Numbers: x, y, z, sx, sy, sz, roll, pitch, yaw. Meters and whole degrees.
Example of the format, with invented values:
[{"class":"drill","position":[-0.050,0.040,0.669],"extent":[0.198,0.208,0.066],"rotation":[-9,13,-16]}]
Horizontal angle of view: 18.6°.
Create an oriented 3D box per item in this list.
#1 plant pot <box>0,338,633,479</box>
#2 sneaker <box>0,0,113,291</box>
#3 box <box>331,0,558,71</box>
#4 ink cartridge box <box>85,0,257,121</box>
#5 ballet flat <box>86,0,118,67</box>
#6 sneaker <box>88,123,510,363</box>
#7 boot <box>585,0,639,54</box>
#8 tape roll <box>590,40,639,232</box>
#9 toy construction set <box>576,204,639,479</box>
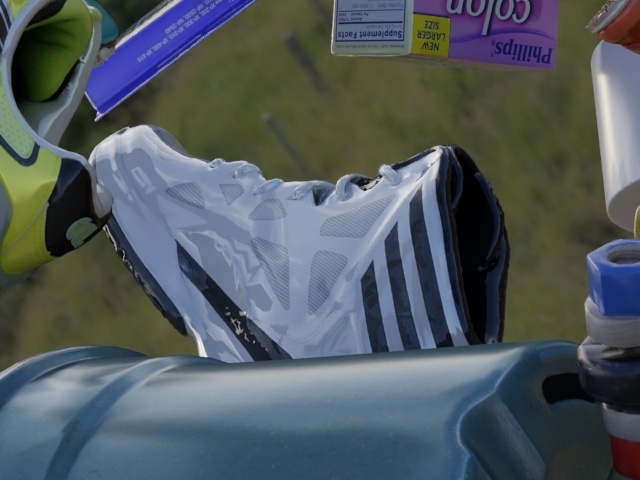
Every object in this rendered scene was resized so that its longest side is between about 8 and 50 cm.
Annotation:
[{"class":"plant pot","position":[0.007,0.202,1.058],"extent":[0.334,0.341,0.341],"rotation":[-12,23,37]},{"class":"sneaker","position":[-0.187,-0.129,1.011],"extent":[0.147,0.384,0.145],"rotation":[-11,-28,3]},{"class":"box","position":[0.133,-0.299,1.986],"extent":[0.214,0.243,0.117],"rotation":[2,3,-42]},{"class":"ink cartridge box","position":[-0.145,-0.210,1.922],"extent":[0.206,0.045,0.208],"rotation":[-36,13,7]},{"class":"ballet flat","position":[-0.234,-0.153,1.522],"extent":[0.077,0.091,0.241],"rotation":[-37,-11,16]},{"class":"sneaker","position":[0.001,0.001,1.503],"extent":[0.257,0.169,0.447],"rotation":[-40,45,3]},{"class":"boot","position":[0.271,-0.170,1.567],"extent":[0.059,0.084,0.158],"rotation":[-45,-13,28]},{"class":"tape roll","position":[0.400,-0.119,1.960],"extent":[0.246,0.169,0.246],"rotation":[-4,-19,-1]},{"class":"toy construction set","position":[0.282,0.048,0.974],"extent":[0.257,0.309,0.237],"rotation":[-27,13,21]}]
